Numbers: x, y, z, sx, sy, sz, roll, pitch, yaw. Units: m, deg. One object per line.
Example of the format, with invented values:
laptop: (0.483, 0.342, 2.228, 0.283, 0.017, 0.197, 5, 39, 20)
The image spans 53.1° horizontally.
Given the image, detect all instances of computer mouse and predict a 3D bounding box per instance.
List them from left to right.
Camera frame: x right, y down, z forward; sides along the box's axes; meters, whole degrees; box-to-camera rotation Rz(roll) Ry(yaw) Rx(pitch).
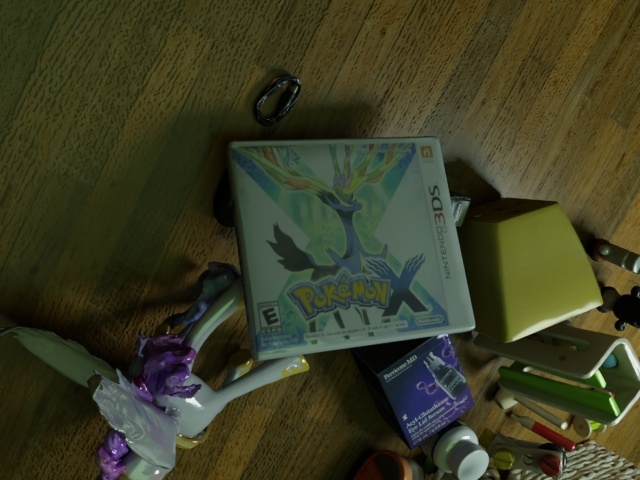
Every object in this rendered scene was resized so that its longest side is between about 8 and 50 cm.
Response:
computer mouse: (-0.087, -0.127, 0.932, 0.071, 0.041, 0.242, 20, 99, -30)

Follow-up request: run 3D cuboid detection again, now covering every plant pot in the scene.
plant pot: (0.325, 0.033, 1.117, 0.212, 0.212, 0.187, -17, 102, -20)

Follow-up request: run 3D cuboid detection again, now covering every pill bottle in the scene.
pill bottle: (0.237, 0.376, 1.212, 0.094, 0.169, 0.094, -10, 113, -24)

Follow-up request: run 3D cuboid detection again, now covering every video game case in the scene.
video game case: (0.046, -0.001, 0.908, 0.329, 0.036, 0.300, -5, 78, -19)

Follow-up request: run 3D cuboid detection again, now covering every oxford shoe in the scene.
oxford shoe: (0.077, 0.574, 1.238, 0.363, 0.130, 0.133, -52, 135, 5)

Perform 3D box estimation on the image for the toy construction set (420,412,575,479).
toy construction set: (0.350, 0.449, 1.292, 0.309, 0.237, 0.257, -30, 139, -47)

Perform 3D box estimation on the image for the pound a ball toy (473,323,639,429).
pound a ball toy: (0.443, 0.245, 1.210, 0.136, 0.319, 0.208, -41, 110, -20)

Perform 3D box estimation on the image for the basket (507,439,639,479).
basket: (0.599, 0.679, 1.434, 0.328, 0.266, 0.331, -7, 108, -29)

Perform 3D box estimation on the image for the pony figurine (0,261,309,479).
pony figurine: (-0.216, 0.200, 0.886, 0.363, 0.303, 0.351, -44, 132, -23)

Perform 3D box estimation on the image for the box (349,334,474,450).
box: (0.167, 0.246, 1.164, 0.153, 0.108, 0.207, -32, 121, -12)

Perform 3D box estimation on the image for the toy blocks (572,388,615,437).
toy blocks: (0.671, 0.392, 1.505, 0.148, 0.054, 0.123, -6, 111, -25)

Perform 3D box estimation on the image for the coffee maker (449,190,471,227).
coffee maker: (0.154, 0.000, 1.045, 0.171, 0.120, 0.178, -1, 102, -42)

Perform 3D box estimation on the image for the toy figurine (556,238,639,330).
toy figurine: (0.553, 0.112, 1.292, 0.213, 0.148, 0.209, -28, 113, -12)
